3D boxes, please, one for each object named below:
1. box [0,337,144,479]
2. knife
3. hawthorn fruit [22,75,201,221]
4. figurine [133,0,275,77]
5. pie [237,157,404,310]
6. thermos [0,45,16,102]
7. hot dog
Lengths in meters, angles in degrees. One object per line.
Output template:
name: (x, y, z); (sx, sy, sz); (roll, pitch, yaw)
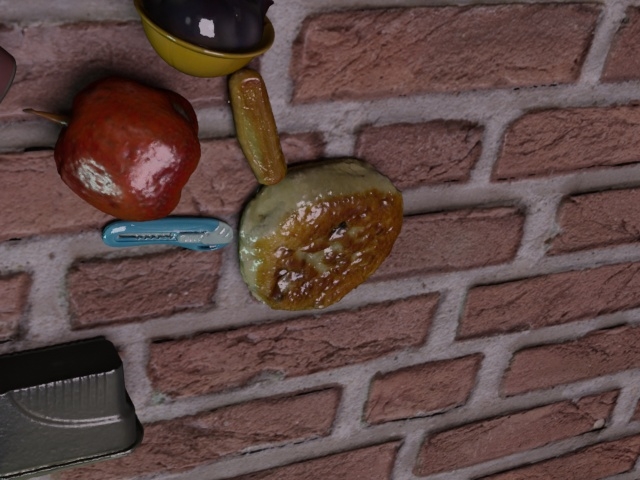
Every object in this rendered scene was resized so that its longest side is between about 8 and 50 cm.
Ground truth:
box: (-0.427, 0.271, 1.726); (0.274, 0.138, 0.178); (-10, 125, -26)
knife: (-0.238, -0.008, 1.687); (0.222, 0.031, 0.064); (0, 128, -32)
hawthorn fruit: (-0.289, -0.140, 1.458); (0.243, 0.207, 0.207); (23, 113, -12)
figurine: (-0.146, -0.342, 1.390); (0.192, 0.167, 0.256); (3, 101, -18)
pie: (0.000, 0.000, 1.805); (0.315, 0.092, 0.315); (-18, 133, -20)
thermos: (-0.497, -0.255, 1.255); (0.176, 0.146, 0.265); (-37, 130, 8)
hot dog: (-0.100, -0.175, 1.631); (0.066, 0.047, 0.215); (-17, 134, -1)
